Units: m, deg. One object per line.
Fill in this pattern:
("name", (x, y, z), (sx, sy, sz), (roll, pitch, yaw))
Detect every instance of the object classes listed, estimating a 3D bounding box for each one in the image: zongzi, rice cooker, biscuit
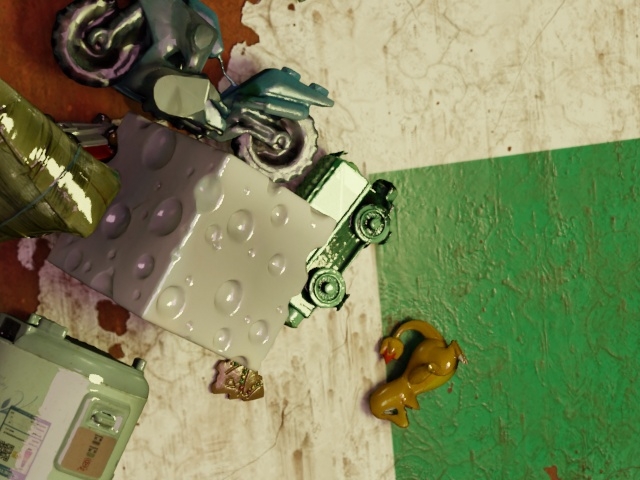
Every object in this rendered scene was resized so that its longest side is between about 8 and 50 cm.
("zongzi", (-0.429, -0.114, 1.657), (0.274, 0.251, 0.125), (48, 51, -33))
("rice cooker", (-0.385, 0.258, 1.739), (0.317, 0.264, 0.316), (-20, 118, -43))
("biscuit", (-0.122, 0.214, 1.964), (0.092, 0.016, 0.082), (42, 81, -18))

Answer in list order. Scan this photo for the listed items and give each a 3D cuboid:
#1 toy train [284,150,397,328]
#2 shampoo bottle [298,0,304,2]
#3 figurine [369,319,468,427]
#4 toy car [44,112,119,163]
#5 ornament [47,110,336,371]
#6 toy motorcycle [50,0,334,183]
("toy train", (0.000, 0.000, 1.936), (0.154, 0.115, 0.269), (39, 83, -12))
("shampoo bottle", (-0.079, -0.434, 1.875), (0.065, 0.065, 0.204), (-43, 109, -11))
("figurine", (0.138, 0.205, 2.029), (0.122, 0.121, 0.176), (44, 90, 9))
("toy car", (-0.338, -0.113, 1.805), (0.139, 0.112, 0.112), (-6, 114, -29))
("ornament", (-0.174, 0.001, 1.760), (0.240, 0.239, 0.240), (32, 85, -47))
("toy motorcycle", (-0.162, -0.255, 1.809), (0.416, 0.172, 0.232), (29, 87, -16))
